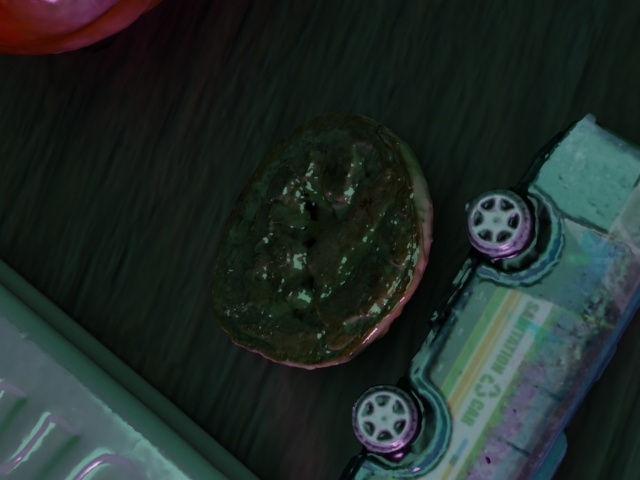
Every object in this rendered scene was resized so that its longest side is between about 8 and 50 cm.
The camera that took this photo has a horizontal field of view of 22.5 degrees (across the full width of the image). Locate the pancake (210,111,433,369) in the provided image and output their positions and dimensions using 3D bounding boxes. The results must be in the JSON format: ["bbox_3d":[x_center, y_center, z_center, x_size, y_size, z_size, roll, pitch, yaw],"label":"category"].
[{"bbox_3d":[0.000,0.000,0.892,0.158,0.028,0.158,-21,57,35],"label":"pancake"}]

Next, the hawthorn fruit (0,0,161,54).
[{"bbox_3d":[-0.135,-0.245,0.890,0.284,0.284,0.284,-2,80,14],"label":"hawthorn fruit"}]

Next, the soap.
[{"bbox_3d":[-0.169,0.130,0.915,0.265,0.087,0.160,38,92,17],"label":"soap"}]

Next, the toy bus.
[{"bbox_3d":[0.099,0.059,0.859,0.109,0.091,0.261,30,91,10],"label":"toy bus"}]
